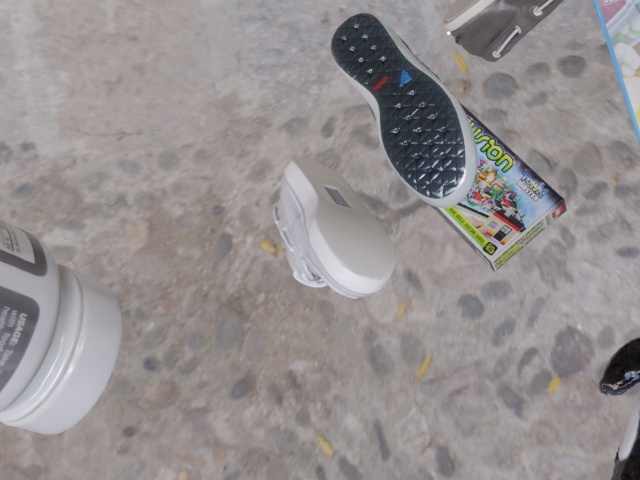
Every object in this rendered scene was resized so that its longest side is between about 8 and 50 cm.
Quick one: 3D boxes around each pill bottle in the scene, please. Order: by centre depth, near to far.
[{"bbox_3d":[-0.145,0.022,0.380,0.137,0.078,0.078,30,107,-41],"label":"pill bottle"}]

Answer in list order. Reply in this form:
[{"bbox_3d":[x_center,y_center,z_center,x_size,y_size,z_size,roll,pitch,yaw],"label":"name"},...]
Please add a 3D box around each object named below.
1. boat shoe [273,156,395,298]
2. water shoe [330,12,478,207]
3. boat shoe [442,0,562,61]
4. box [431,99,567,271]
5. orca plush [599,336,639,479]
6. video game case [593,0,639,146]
[{"bbox_3d":[0.000,0.000,0.779,0.066,0.184,0.063,14,114,-28],"label":"boat shoe"},{"bbox_3d":[0.082,-0.108,0.868,0.073,0.080,0.203,-37,59,18],"label":"water shoe"},{"bbox_3d":[0.300,-0.341,1.340,0.095,0.112,0.335,39,140,-19],"label":"boat shoe"},{"bbox_3d":[0.181,-0.073,1.252,0.114,0.036,0.207,-41,61,-1],"label":"box"},{"bbox_3d":[0.237,0.139,0.714,0.287,0.102,0.151,-44,66,4],"label":"orca plush"},{"bbox_3d":[0.211,-0.096,0.487,0.166,0.015,0.119,-13,98,51],"label":"video game case"}]
